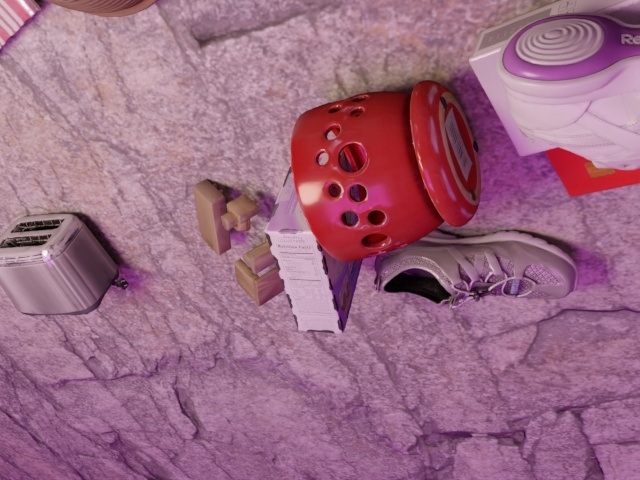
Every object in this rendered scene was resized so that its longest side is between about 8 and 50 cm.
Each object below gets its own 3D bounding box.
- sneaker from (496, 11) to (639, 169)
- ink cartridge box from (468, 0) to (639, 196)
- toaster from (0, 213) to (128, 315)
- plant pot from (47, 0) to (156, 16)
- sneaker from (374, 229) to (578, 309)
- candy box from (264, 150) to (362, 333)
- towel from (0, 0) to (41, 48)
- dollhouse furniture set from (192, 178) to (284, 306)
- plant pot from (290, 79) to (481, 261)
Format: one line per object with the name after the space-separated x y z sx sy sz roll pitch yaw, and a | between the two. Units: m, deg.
0.319 -0.129 0.633 0.304 0.114 0.152 11 152 26 | sneaker
0.344 -0.145 0.720 0.296 0.066 0.261 -13 128 39 | ink cartridge box
-0.458 0.042 1.214 0.226 0.129 0.147 -2 132 26 | toaster
-0.272 -0.332 0.750 0.237 0.110 0.237 11 139 10 | plant pot
0.206 0.056 0.971 0.281 0.115 0.105 5 137 17 | sneaker
0.000 0.000 0.955 0.070 0.165 0.196 1 135 18 | candy box
-0.462 -0.312 0.912 0.197 0.029 0.144 -21 122 37 | towel
-0.094 -0.019 1.078 0.151 0.123 0.144 41 149 31 | dollhouse furniture set
0.082 -0.083 0.817 0.174 0.191 0.191 -13 129 29 | plant pot
